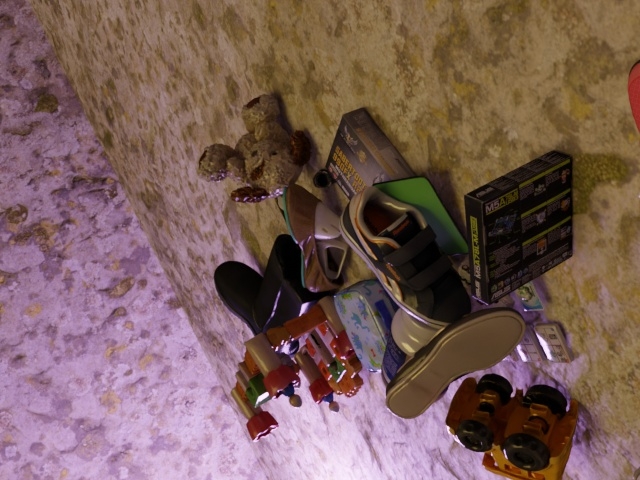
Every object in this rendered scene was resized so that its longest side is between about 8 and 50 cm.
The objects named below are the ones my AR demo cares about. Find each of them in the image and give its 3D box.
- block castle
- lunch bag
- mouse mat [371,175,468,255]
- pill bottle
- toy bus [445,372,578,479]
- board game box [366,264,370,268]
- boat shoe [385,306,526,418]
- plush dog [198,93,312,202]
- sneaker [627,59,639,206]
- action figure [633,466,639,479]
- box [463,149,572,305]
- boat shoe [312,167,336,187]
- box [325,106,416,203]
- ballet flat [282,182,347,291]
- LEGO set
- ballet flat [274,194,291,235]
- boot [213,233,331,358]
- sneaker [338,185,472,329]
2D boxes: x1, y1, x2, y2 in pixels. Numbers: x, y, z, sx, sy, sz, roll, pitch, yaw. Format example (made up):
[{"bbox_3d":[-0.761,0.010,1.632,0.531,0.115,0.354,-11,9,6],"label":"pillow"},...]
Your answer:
[{"bbox_3d":[-0.050,0.361,2.208,0.212,0.303,0.453,55,155,18],"label":"block castle"},{"bbox_3d":[0.129,0.200,1.954,0.218,0.090,0.176,65,156,-1],"label":"lunch bag"},{"bbox_3d":[0.192,-0.043,1.609,0.153,0.007,0.189,-5,125,50],"label":"mouse mat"},{"bbox_3d":[0.213,0.212,1.725,0.153,0.153,0.264,49,151,31],"label":"pill bottle"},{"bbox_3d":[0.356,0.372,1.554,0.220,0.149,0.211,11,136,27],"label":"toy bus"},{"bbox_3d":[0.176,0.063,1.742,0.154,0.026,0.103,34,148,9],"label":"board game box"},{"bbox_3d":[0.240,0.207,1.560,0.112,0.095,0.335,38,122,-13],"label":"boat shoe"},{"bbox_3d":[-0.131,-0.182,2.003,0.211,0.262,0.225,41,-175,-39],"label":"plush dog"},{"bbox_3d":[0.443,-0.073,1.025,0.116,0.136,0.313,-17,98,64],"label":"sneaker"},{"bbox_3d":[0.545,0.375,1.229,0.164,0.141,0.275,43,141,38],"label":"action figure"},{"bbox_3d":[0.306,-0.020,1.281,0.045,0.191,0.184,29,138,51],"label":"box"},{"bbox_3d":[0.007,-0.141,1.937,0.125,0.038,0.046,-2,111,63],"label":"boat shoe"},{"bbox_3d":[0.108,-0.129,1.728,0.231,0.056,0.183,55,154,19],"label":"box"},{"bbox_3d":[0.000,0.000,1.997,0.124,0.116,0.342,4,134,16],"label":"ballet flat"},{"bbox_3d":[0.347,0.106,1.517,0.182,0.060,0.244,-12,109,58],"label":"LEGO set"},{"bbox_3d":[-0.074,-0.057,2.144,0.168,0.057,0.052,57,-170,17],"label":"ballet flat"},{"bbox_3d":[-0.148,0.115,2.351,0.367,0.146,0.445,48,155,14],"label":"boot"},{"bbox_3d":[0.166,0.032,1.584,0.321,0.126,0.127,43,151,11],"label":"sneaker"}]
